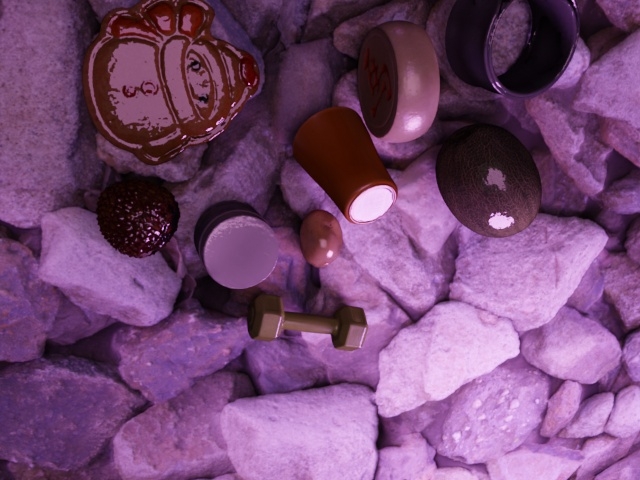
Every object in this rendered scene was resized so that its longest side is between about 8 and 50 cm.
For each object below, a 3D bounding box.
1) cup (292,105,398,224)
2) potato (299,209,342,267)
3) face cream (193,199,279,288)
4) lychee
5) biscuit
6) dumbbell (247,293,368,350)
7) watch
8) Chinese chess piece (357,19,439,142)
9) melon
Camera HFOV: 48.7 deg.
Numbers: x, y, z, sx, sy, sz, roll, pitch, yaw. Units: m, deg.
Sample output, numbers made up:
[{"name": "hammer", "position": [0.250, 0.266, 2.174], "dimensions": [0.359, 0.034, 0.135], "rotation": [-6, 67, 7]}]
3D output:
[{"name": "cup", "position": [0.074, -0.163, 1.616], "dimensions": [0.226, 0.264, 0.182], "rotation": [19, 122, -46]}, {"name": "potato", "position": [-0.001, -0.003, 1.724], "dimensions": [0.112, 0.112, 0.146], "rotation": [-10, 102, -14]}, {"name": "face cream", "position": [-0.199, 0.006, 1.641], "dimensions": [0.177, 0.153, 0.177], "rotation": [-6, 109, -17]}, {"name": "lychee", "position": [-0.403, -0.053, 1.553], "dimensions": [0.188, 0.188, 0.188], "rotation": [-5, 108, -16]}, {"name": "biscuit", "position": [-0.321, -0.353, 1.545], "dimensions": [0.381, 0.074, 0.358], "rotation": [-12, 111, -10]}, {"name": "dumbbell", "position": [-0.032, 0.208, 1.776], "dimensions": [0.302, 0.121, 0.108], "rotation": [10, 131, -19]}, {"name": "watch", "position": [0.474, -0.504, 1.647], "dimensions": [0.335, 0.314, 0.326], "rotation": [-17, 123, -23]}, {"name": "Chinese chess piece", "position": [0.169, -0.352, 1.580], "dimensions": [0.102, 0.273, 0.273], "rotation": [-7, 108, -15]}, {"name": "melon", "position": [0.417, -0.141, 1.736], "dimensions": [0.237, 0.237, 0.301], "rotation": [-40, 115, -2]}]
